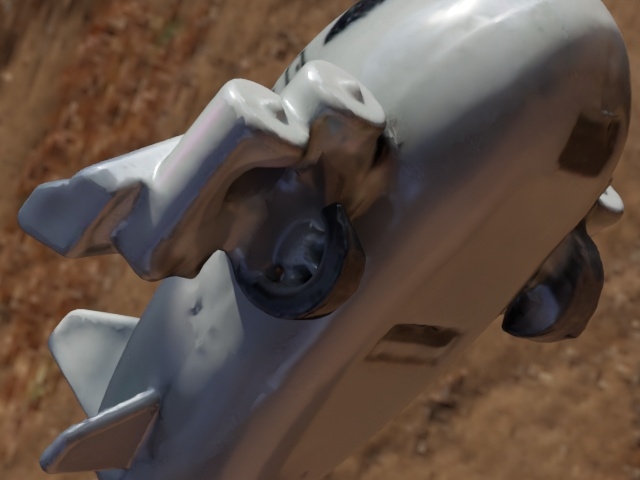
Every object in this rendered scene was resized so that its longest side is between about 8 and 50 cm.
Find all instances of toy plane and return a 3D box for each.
[{"bbox_3d":[0.002,0.002,0.443,0.080,0.174,0.174,57,134,27],"label":"toy plane"}]
